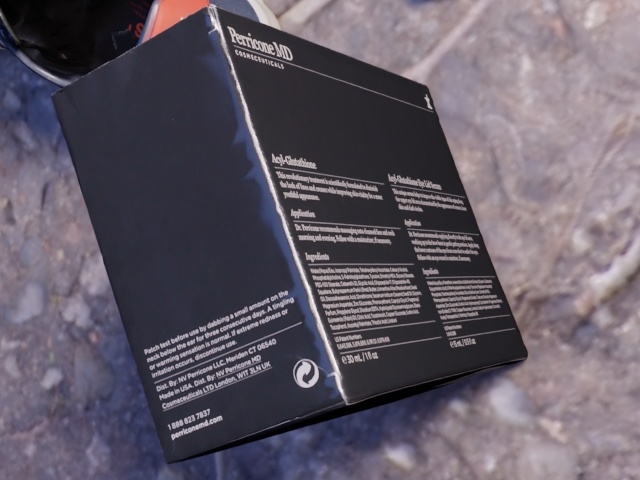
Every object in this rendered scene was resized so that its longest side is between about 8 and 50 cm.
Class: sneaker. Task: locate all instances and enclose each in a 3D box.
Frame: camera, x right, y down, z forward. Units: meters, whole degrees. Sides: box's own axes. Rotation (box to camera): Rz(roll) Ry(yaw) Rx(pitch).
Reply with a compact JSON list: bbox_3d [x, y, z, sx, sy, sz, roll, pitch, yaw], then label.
[{"bbox_3d":[-0.198,-0.181,0.778,0.350,0.148,0.131,22,99,25],"label":"sneaker"}]

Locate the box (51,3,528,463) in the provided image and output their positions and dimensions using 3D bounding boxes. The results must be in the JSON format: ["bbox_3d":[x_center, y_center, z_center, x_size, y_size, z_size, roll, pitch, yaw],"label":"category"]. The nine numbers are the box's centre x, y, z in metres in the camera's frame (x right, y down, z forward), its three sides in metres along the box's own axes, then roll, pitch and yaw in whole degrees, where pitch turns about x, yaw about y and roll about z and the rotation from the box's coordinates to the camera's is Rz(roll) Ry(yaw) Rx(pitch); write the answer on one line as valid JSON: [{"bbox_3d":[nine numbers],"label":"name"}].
[{"bbox_3d":[0.000,0.000,0.614,0.103,0.261,0.184,-21,79,24],"label":"box"}]
